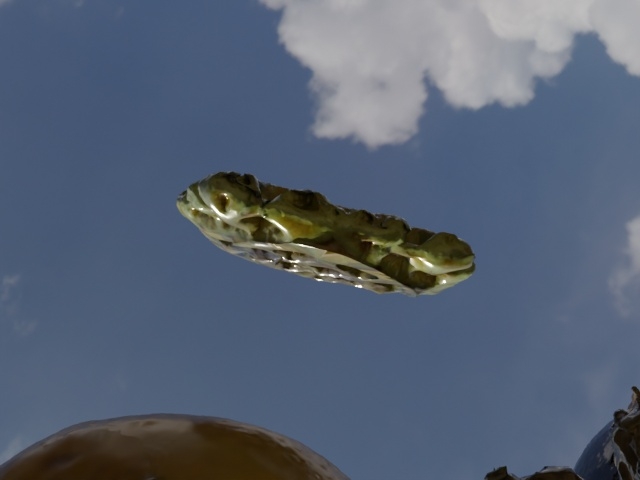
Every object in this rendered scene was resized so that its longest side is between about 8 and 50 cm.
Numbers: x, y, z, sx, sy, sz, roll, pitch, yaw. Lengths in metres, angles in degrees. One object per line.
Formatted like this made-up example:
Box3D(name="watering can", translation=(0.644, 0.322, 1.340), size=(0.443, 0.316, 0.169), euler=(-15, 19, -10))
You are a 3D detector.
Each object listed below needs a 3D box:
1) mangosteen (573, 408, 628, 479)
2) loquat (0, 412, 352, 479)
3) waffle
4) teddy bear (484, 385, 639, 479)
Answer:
Box3D(name="mangosteen", translation=(0.241, 0.218, 0.634), size=(0.265, 0.228, 0.228), euler=(-23, -103, -10))
Box3D(name="loquat", translation=(-0.083, 0.276, 0.546), size=(0.328, 0.359, 0.328), euler=(-11, -130, 14))
Box3D(name="waffle", translation=(-0.001, 0.003, 0.729), size=(0.223, 0.204, 0.054), euler=(16, -95, -3))
Box3D(name="teddy bear", translation=(0.133, 0.112, 0.354), size=(0.222, 0.246, 0.296), euler=(21, -147, -13))
